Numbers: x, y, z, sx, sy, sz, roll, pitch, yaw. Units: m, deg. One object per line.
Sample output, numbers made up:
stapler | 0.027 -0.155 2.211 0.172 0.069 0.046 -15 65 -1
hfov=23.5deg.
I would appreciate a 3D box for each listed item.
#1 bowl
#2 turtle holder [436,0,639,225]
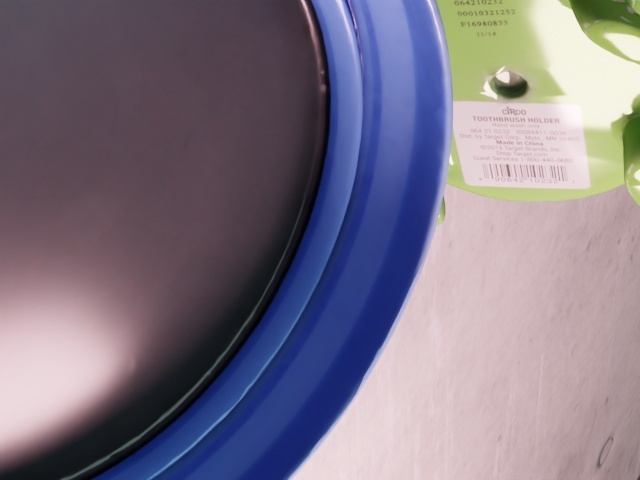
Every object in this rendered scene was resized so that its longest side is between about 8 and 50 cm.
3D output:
bowl | -0.096 0.002 0.724 0.391 0.077 0.391 -28 134 -34
turtle holder | 0.114 -0.178 0.994 0.320 0.243 0.227 40 48 -31
